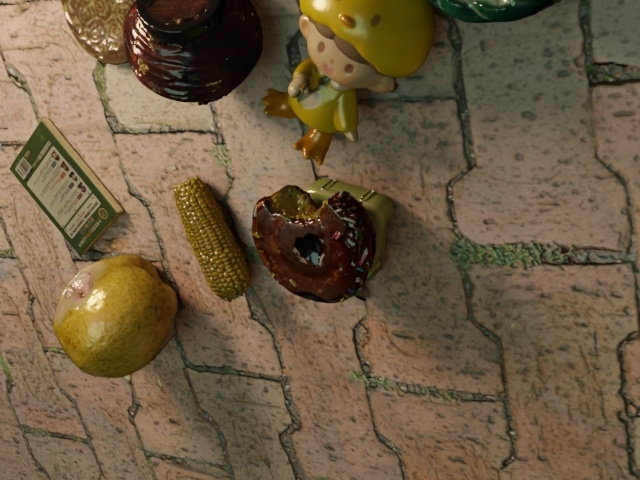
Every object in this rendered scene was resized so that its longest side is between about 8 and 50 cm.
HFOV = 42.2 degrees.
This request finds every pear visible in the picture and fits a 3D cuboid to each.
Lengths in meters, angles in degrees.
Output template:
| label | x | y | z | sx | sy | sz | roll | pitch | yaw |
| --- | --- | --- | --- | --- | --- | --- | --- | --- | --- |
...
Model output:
| label | x | y | z | sx | sy | sz | roll | pitch | yaw |
| --- | --- | --- | --- | --- | --- | --- | --- | --- | --- |
| pear | -0.439 | 0.160 | 1.794 | 0.271 | 0.271 | 0.271 | 15 | 122 | 25 |

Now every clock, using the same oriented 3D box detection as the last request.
| label | x | y | z | sx | sy | sz | roll | pitch | yaw |
| --- | --- | --- | --- | --- | --- | --- | --- | --- | --- |
| clock | 0.042 | 0.009 | 1.520 | 0.170 | 0.069 | 0.231 | 18 | 124 | 23 |

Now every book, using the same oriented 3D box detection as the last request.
| label | x | y | z | sx | sy | sz | roll | pitch | yaw |
| --- | --- | --- | --- | --- | --- | --- | --- | --- | --- |
| book | -0.576 | -0.115 | 1.867 | 0.264 | 0.027 | 0.202 | 51 | 129 | 0 |

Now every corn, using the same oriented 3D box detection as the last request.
| label | x | y | z | sx | sy | sz | roll | pitch | yaw |
| --- | --- | --- | --- | --- | --- | --- | --- | --- | --- |
| corn | -0.218 | -0.002 | 1.663 | 0.091 | 0.091 | 0.260 | -10 | 107 | 58 |

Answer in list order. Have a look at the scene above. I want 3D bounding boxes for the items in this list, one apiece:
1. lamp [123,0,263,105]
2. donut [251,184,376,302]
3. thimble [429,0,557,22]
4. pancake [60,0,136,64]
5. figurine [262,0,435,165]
| label | x | y | z | sx | sy | sz | roll | pitch | yaw |
| --- | --- | --- | --- | --- | --- | --- | --- | --- | --- |
| lamp | -0.212 | -0.339 | 1.399 | 0.247 | 0.247 | 0.246 | 15 | 122 | 25 |
| donut | -0.001 | 0.000 | 1.433 | 0.230 | 0.096 | 0.216 | -11 | 112 | 36 |
| thimble | 0.257 | -0.422 | 1.087 | 0.288 | 0.167 | 0.254 | 1 | 116 | 33 |
| pancake | -0.408 | -0.454 | 1.574 | 0.250 | 0.031 | 0.250 | 14 | 121 | 25 |
| figurine | 0.031 | -0.288 | 1.299 | 0.215 | 0.187 | 0.343 | 39 | 135 | -3 |
